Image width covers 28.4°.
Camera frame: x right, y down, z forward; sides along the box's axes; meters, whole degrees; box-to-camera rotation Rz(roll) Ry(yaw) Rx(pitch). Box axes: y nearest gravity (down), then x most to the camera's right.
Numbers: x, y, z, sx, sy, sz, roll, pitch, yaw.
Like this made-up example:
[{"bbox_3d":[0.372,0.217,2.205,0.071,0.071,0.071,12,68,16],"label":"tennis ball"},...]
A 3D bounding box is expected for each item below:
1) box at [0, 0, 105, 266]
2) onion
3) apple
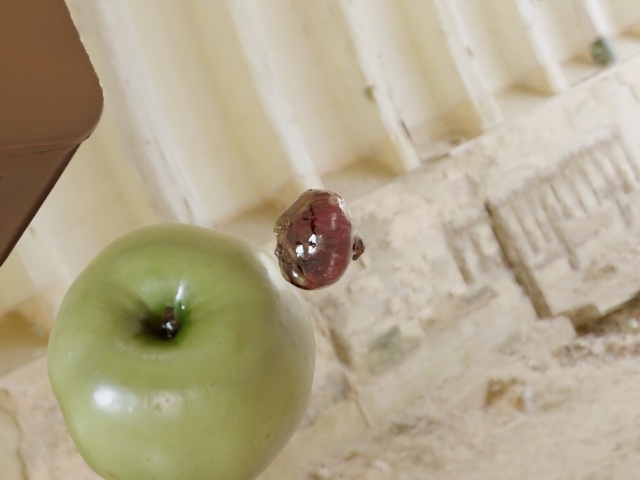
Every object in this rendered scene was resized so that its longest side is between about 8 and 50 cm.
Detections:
[{"bbox_3d":[-0.353,-0.143,0.967,0.239,0.339,0.229,-10,-26,-36],"label":"box"},{"bbox_3d":[0.000,0.000,1.307,0.097,0.107,0.107,10,-11,-19],"label":"onion"},{"bbox_3d":[-0.171,0.163,1.613,0.357,0.357,0.357,-26,2,1],"label":"apple"}]
